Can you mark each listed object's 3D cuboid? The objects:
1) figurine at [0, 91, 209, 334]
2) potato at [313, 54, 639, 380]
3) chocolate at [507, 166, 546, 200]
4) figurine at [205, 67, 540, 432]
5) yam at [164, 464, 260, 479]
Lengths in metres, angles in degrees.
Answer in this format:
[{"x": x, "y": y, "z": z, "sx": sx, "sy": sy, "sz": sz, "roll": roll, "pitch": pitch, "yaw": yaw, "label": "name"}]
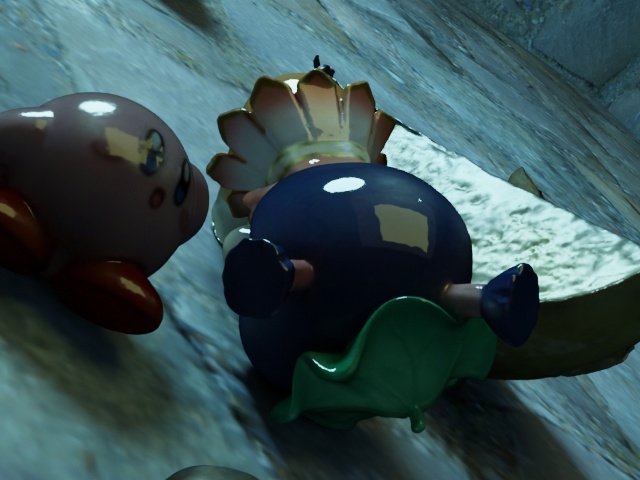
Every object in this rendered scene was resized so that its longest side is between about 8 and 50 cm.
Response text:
[{"x": -0.079, "y": -0.016, "z": 0.437, "sx": 0.083, "sy": 0.071, "sz": 0.067, "roll": 39, "pitch": -28, "yaw": -26, "label": "figurine"}, {"x": 0.053, "y": 0.017, "z": 0.656, "sx": 0.261, "sy": 0.100, "sz": 0.120, "roll": 33, "pitch": -31, "yaw": 41, "label": "potato"}, {"x": 0.182, "y": -0.021, "z": 1.111, "sx": 0.064, "sy": 0.031, "sz": 0.100, "roll": 51, "pitch": 14, "yaw": -21, "label": "chocolate"}, {"x": 0.000, "y": 0.000, "z": 0.515, "sx": 0.111, "sy": 0.102, "sz": 0.195, "roll": -4, "pitch": 36, "yaw": -17, "label": "figurine"}, {"x": -0.033, "y": 0.112, "z": 0.212, "sx": 0.046, "sy": 0.046, "sz": 0.264, "roll": 36, "pitch": 15, "yaw": -8, "label": "yam"}]
